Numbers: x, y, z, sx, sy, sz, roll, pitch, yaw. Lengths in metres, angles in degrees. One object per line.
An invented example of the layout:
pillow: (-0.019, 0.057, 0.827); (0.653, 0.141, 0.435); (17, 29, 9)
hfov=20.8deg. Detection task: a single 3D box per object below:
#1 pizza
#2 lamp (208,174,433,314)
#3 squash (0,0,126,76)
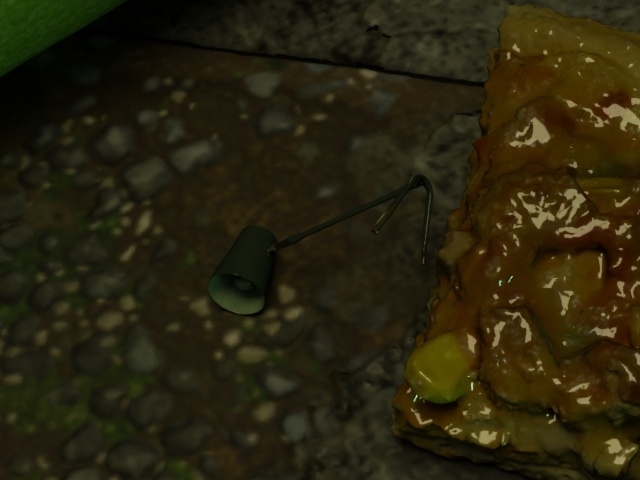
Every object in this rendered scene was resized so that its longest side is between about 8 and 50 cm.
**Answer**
pizza: (0.185, 0.001, 0.850); (0.257, 0.087, 0.268); (10, 58, 12)
lamp: (-0.001, 0.000, 0.889); (0.121, 0.041, 0.054); (-14, 40, 35)
squash: (-0.197, -0.230, 0.960); (0.384, 0.263, 0.263); (-33, 58, -11)
